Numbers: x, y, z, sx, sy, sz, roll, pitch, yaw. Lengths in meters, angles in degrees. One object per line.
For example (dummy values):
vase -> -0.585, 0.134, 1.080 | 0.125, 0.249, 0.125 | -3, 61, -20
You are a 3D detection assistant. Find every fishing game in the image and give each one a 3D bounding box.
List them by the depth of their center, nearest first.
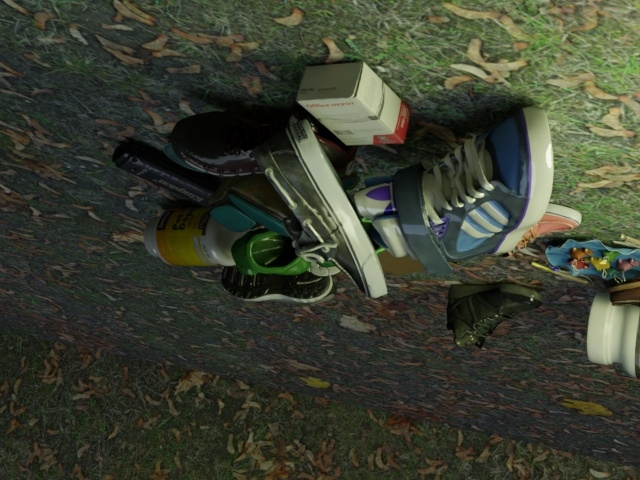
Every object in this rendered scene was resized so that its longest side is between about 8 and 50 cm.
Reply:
fishing game -> 0.471, 0.041, 1.888 | 0.189, 0.041, 0.264 | 19, 162, -23

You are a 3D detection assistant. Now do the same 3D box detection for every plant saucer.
plant saucer -> -0.205, -0.147, 1.890 | 0.119, 0.021, 0.119 | 14, 163, 5

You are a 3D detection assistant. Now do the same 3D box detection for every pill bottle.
pill bottle -> 0.617, 0.169, 1.953 | 0.278, 0.162, 0.162 | 6, 161, 25
pill bottle -> -0.245, -0.008, 2.188 | 0.215, 0.117, 0.117 | -1, 156, 40

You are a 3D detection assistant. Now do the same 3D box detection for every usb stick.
usb stick -> -0.240, -0.103, 2.012 | 0.278, 0.045, 0.077 | 25, 161, -28

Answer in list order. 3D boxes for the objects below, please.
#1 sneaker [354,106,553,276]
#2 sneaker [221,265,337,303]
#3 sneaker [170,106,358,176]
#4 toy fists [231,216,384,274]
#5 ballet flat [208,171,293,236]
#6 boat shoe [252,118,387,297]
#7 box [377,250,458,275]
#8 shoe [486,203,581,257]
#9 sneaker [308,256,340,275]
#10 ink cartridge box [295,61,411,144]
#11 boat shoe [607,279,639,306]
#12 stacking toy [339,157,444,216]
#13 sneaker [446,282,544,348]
sneaker -> 0.169, -0.065, 1.525 | 0.236, 0.130, 0.323 | -2, 154, -6
sneaker -> -0.091, 0.096, 2.418 | 0.271, 0.100, 0.108 | 7, 166, 23
sneaker -> -0.073, -0.162, 1.637 | 0.281, 0.106, 0.162 | 7, 159, -10
toy fists -> -0.017, 0.010, 1.968 | 0.279, 0.096, 0.142 | -10, -172, -11
ballet flat -> -0.095, -0.076, 1.813 | 0.123, 0.123, 0.348 | 21, 174, -18
boat shoe -> 0.000, -0.025, 1.587 | 0.105, 0.113, 0.306 | -26, 128, 5
box -> 0.138, 0.021, 2.124 | 0.164, 0.021, 0.201 | 25, 160, -28
shoe -> 0.321, -0.013, 1.772 | 0.178, 0.081, 0.063 | 4, 160, 30
sneaker -> -0.017, 0.035, 2.267 | 0.158, 0.061, 0.065 | 7, -172, 27
ink cartridge box -> 0.046, -0.184, 1.515 | 0.099, 0.056, 0.135 | 2, 159, 35
boat shoe -> 0.571, 0.093, 1.853 | 0.073, 0.073, 0.207 | -2, 170, -41
stacking toy -> 0.117, -0.063, 1.720 | 0.221, 0.052, 0.167 | -8, 162, -3
sneaker -> 0.336, 0.151, 2.187 | 0.227, 0.130, 0.087 | -7, 154, 45
